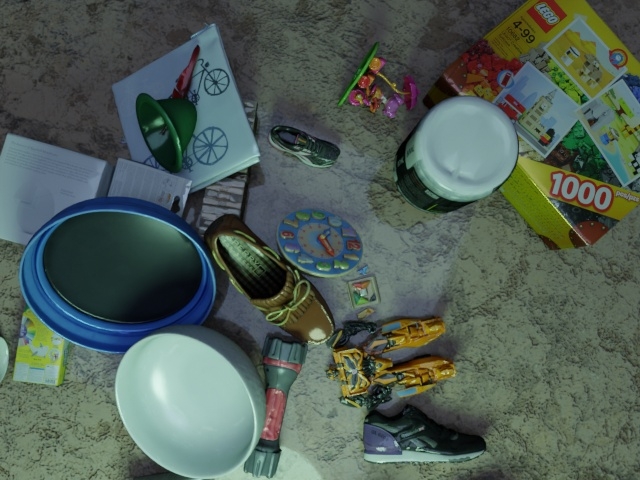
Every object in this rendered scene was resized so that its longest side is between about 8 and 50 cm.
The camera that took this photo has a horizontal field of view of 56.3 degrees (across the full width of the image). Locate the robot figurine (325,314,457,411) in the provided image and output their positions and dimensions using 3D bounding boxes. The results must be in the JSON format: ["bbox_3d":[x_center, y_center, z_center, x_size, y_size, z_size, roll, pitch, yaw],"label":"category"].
[{"bbox_3d":[0.155,0.276,1.385,0.291,0.085,0.210,-14,86,-4],"label":"robot figurine"}]

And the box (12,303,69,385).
[{"bbox_3d":[-0.630,0.233,1.363,0.105,0.043,0.179,8,88,-2],"label":"box"}]

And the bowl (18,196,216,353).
[{"bbox_3d":[-0.417,0.077,1.264,0.392,0.077,0.390,-4,127,-6],"label":"bowl"}]

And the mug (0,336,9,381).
[{"bbox_3d":[-0.800,0.256,1.335,0.170,0.150,0.113,1,122,1],"label":"mug"}]

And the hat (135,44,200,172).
[{"bbox_3d":[-0.283,-0.276,1.310,0.184,0.208,0.173,-33,53,-30],"label":"hat"}]

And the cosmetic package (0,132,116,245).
[{"bbox_3d":[-0.597,-0.093,1.338,0.224,0.138,0.224,17,87,-2],"label":"cosmetic package"}]

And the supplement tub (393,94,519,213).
[{"bbox_3d":[0.274,-0.169,1.294,0.207,0.338,0.206,0,86,-3],"label":"supplement tub"}]

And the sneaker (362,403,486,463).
[{"bbox_3d":[0.239,0.440,1.372,0.284,0.107,0.124,-1,80,-3],"label":"sneaker"}]

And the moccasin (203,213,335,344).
[{"bbox_3d":[-0.100,0.100,1.313,0.139,0.147,0.380,-35,113,2],"label":"moccasin"}]

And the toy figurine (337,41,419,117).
[{"bbox_3d":[0.152,-0.354,1.425,0.159,0.130,0.173,31,107,-10],"label":"toy figurine"}]

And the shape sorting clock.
[{"bbox_3d":[0.000,0.000,1.364,0.206,0.040,0.206,14,44,-14],"label":"shape sorting clock"}]

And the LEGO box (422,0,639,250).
[{"bbox_3d":[0.551,-0.282,1.391,0.372,0.193,0.500,-41,89,-5],"label":"LEGO box"}]

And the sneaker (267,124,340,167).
[{"bbox_3d":[-0.040,-0.224,1.411,0.178,0.077,0.071,15,87,-3],"label":"sneaker"}]

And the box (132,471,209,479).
[{"bbox_3d":[-0.333,0.592,1.331,0.171,0.091,0.129,-8,86,-4],"label":"box"}]

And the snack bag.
[{"bbox_3d":[-0.317,-0.274,1.357,0.323,0.037,0.342,-23,79,19],"label":"snack bag"}]

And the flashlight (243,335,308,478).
[{"bbox_3d":[-0.107,0.373,1.349,0.103,0.103,0.303,19,79,-36],"label":"flashlight"}]

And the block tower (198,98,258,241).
[{"bbox_3d":[-0.212,-0.156,1.390,0.091,0.097,0.335,9,88,-3],"label":"block tower"}]

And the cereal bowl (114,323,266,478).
[{"bbox_3d":[-0.265,0.332,1.301,0.339,0.141,0.338,4,105,17],"label":"cereal bowl"}]

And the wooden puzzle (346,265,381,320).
[{"bbox_3d":[0.104,0.125,1.427,0.079,0.014,0.116,-20,87,-5],"label":"wooden puzzle"}]

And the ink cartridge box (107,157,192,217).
[{"bbox_3d":[-0.384,-0.094,1.342,0.180,0.045,0.145,17,93,4],"label":"ink cartridge box"}]
